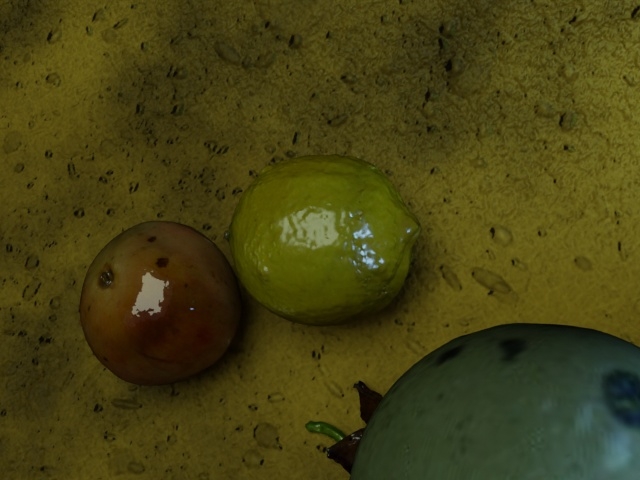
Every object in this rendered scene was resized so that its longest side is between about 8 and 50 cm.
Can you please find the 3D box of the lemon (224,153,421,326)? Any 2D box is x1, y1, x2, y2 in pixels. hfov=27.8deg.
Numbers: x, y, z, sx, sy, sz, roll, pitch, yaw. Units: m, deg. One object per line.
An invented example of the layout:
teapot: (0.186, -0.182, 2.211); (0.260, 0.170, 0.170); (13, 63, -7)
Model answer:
lemon: (0.000, 0.000, 1.433); (0.231, 0.192, 0.192); (-2, 71, 20)

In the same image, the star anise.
star anise: (0.079, 0.251, 1.400); (0.158, 0.144, 0.140); (18, 33, 17)

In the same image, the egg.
egg: (0.209, 0.244, 1.156); (0.345, 0.428, 0.345); (2, 85, -21)

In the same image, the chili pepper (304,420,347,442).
chili pepper: (0.016, 0.227, 1.445); (0.083, 0.017, 0.030); (34, 86, 29)

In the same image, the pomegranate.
pomegranate: (-0.183, 0.074, 1.481); (0.191, 0.191, 0.191); (-6, 70, 18)
